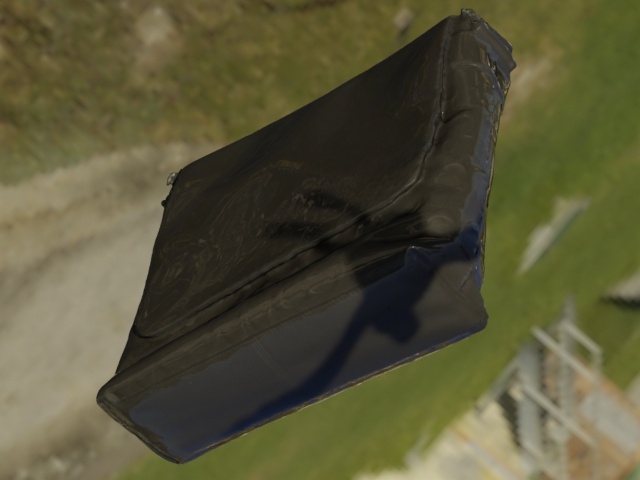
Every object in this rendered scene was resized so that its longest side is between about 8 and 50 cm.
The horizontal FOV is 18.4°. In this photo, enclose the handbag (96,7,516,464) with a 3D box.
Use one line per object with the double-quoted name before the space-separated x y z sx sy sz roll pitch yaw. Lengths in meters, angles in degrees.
"handbag" 0.000 0.000 1.082 0.247 0.080 0.223 -27 -150 31
